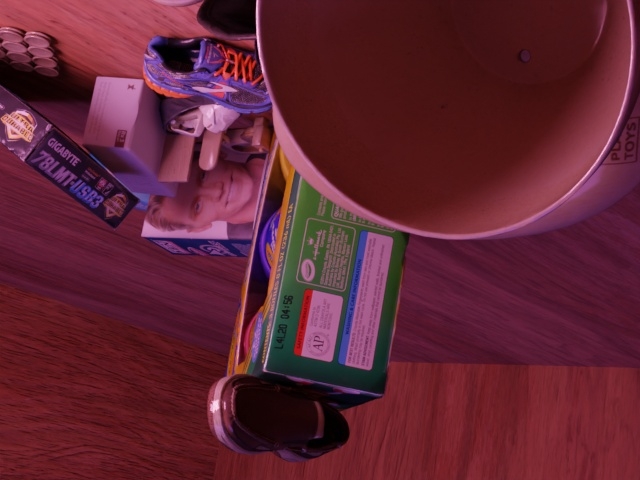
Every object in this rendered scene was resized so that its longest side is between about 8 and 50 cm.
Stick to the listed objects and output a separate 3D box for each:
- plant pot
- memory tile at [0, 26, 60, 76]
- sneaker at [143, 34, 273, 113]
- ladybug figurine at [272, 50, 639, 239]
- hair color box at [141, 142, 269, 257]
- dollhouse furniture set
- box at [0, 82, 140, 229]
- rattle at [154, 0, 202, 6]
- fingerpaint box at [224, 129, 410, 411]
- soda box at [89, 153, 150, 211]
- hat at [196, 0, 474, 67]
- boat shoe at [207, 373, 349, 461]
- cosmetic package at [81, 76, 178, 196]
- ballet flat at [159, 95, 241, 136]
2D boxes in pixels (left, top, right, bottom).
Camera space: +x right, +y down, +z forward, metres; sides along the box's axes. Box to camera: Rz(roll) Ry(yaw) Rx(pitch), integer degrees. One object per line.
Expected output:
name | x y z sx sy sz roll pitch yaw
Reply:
plant pot | 0.122 -0.165 0.891 0.284 0.284 0.191 0 -161 32
memory tile | -0.434 -0.274 1.725 0.113 0.012 0.148 10 165 -3
sneaker | -0.135 -0.225 1.598 0.221 0.083 0.087 5 160 6
ladybug figurine | 0.173 -0.155 1.376 0.449 0.162 0.305 5 123 14
hair color box | -0.116 -0.066 1.999 0.347 0.174 0.105 1 163 28
dollhouse furniture set | -0.143 -0.128 1.880 0.144 0.123 0.151 0 163 32
box | -0.438 -0.163 1.769 0.293 0.073 0.295 36 176 24
rattle | -0.178 -0.304 1.267 0.200 0.130 0.143 -14 -158 10
fingerpaint box | 0.000 0.000 1.642 0.163 0.445 0.371 13 166 -9
soda box | -0.332 -0.099 2.211 0.210 0.071 0.067 14 164 -18
hat | 0.034 -0.168 1.158 0.331 0.134 0.331 1 -157 -1
boat shoe | -0.040 0.209 1.437 0.095 0.095 0.257 -10 163 22
cosmetic package | -0.284 -0.158 1.870 0.085 0.117 0.231 6 164 14
ballet flat | -0.165 -0.188 1.773 0.203 0.074 0.074 -5 160 43
